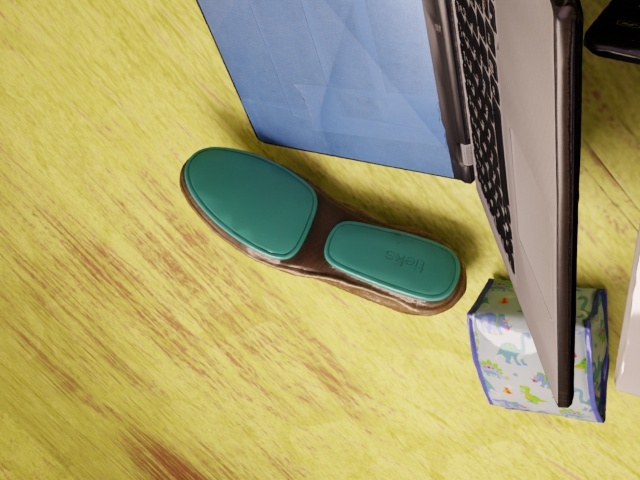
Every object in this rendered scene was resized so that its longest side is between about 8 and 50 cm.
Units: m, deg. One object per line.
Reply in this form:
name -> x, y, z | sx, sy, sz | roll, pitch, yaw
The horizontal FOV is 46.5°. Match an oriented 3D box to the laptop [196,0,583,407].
laptop -> 0.018, -0.106, 0.580 | 0.236, 0.407, 0.382 | -15, 140, 7

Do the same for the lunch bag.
lunch bag -> 0.236, 0.124, 0.793 | 0.129, 0.096, 0.151 | 4, 119, 32

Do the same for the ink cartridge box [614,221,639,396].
ink cartridge box -> 0.402, -0.013, 0.409 | 0.395, 0.285, 0.166 | 12, 132, 26

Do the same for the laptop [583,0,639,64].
laptop -> 0.282, -0.165, 0.358 | 0.234, 0.264, 0.136 | 18, 125, 22

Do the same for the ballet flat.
ballet flat -> 0.000, 0.000, 0.850 | 0.342, 0.116, 0.124 | 21, 163, 9
